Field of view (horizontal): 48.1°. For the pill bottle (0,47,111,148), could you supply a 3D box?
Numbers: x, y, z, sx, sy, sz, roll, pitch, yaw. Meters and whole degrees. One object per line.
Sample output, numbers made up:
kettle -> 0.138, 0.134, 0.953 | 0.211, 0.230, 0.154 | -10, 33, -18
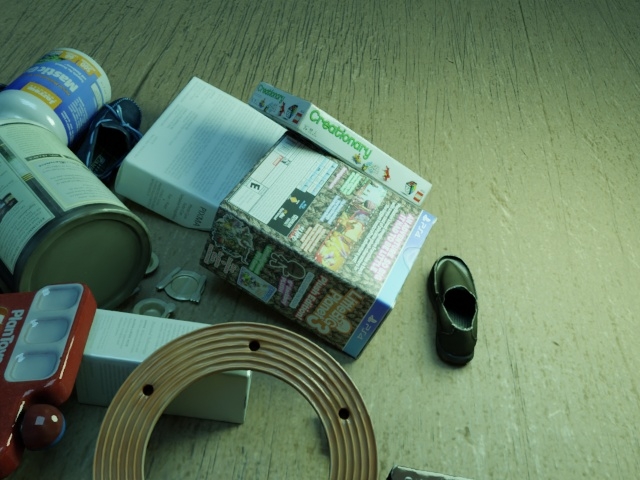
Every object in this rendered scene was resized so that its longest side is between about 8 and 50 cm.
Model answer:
pill bottle -> -0.509, -0.227, 1.307 | 0.152, 0.152, 0.272 | 15, 42, 5

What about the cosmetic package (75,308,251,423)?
cosmetic package -> -0.208, 0.170, 0.966 | 0.231, 0.117, 0.085 | 8, 44, -5

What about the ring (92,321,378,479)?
ring -> -0.098, 0.264, 0.853 | 0.336, 0.032, 0.337 | 1, 69, -4

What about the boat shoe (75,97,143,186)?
boat shoe -> -0.374, -0.174, 1.310 | 0.109, 0.089, 0.258 | 36, 43, -30

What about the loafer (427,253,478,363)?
loafer -> 0.226, 0.095, 1.165 | 0.080, 0.078, 0.220 | 6, 43, -5

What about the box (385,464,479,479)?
box -> 0.155, 0.374, 0.782 | 0.203, 0.167, 0.168 | 10, 42, -1

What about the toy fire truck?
toy fire truck -> -0.408, 0.168, 0.823 | 0.253, 0.169, 0.302 | -6, 39, 3

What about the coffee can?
coffee can -> -0.410, -0.032, 1.069 | 0.201, 0.202, 0.275 | -25, 50, -33

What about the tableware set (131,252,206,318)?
tableware set -> -0.273, 0.073, 1.129 | 0.168, 0.020, 0.141 | 23, 44, 13

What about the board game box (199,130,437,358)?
board game box -> 0.000, 0.000, 1.134 | 0.291, 0.141, 0.232 | 31, 44, 4

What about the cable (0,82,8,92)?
cable -> -0.665, -0.243, 1.378 | 0.150, 0.047, 0.184 | 31, 49, 10

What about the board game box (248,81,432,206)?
board game box -> 0.036, -0.169, 1.269 | 0.305, 0.053, 0.193 | 28, 5, -37

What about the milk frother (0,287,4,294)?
milk frother -> -0.478, 0.081, 0.989 | 0.143, 0.135, 0.129 | 10, 56, 2

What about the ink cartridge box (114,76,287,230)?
ink cartridge box -> -0.139, -0.119, 1.346 | 0.385, 0.091, 0.308 | 29, 42, -5
